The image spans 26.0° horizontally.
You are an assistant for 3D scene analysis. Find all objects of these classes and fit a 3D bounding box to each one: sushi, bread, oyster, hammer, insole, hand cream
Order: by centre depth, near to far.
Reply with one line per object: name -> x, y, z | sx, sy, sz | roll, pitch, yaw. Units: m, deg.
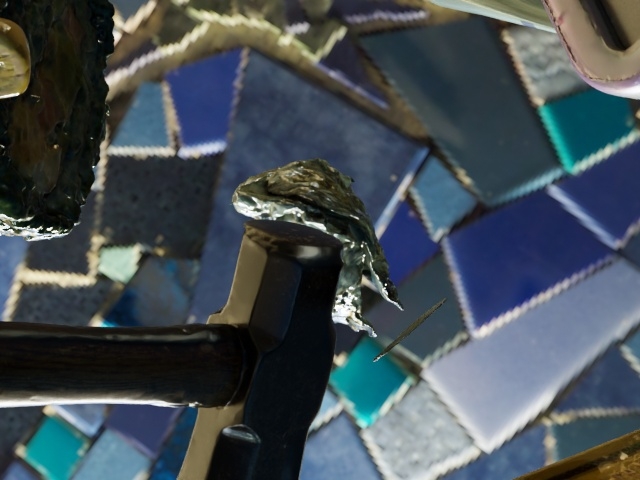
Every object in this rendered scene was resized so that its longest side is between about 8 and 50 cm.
hammer -> -0.155, 0.099, 1.040 | 0.408, 0.095, 0.243 | 4, 107, -44
insole -> 0.074, 0.071, 1.128 | 0.053, 0.002, 0.152 | -39, 177, 24
bread -> -0.301, -0.154, 1.160 | 0.115, 0.056, 0.082 | -14, 139, 0
hand cream -> 0.224, -0.255, 1.441 | 0.109, 0.320, 0.067 | -25, 121, -29
sushi -> -0.344, -0.168, 1.476 | 0.294, 0.178, 0.352 | 50, 43, -65
oyster -> 0.001, 0.000, 1.590 | 0.158, 0.162, 0.351 | -57, 149, -5

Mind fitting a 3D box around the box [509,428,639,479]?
box -> 0.148, 0.229, 0.843 | 0.301, 0.084, 0.193 | -15, 127, -26

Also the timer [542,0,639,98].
timer -> 0.213, -0.204, 0.867 | 0.069, 0.209, 0.191 | 5, 144, -35
